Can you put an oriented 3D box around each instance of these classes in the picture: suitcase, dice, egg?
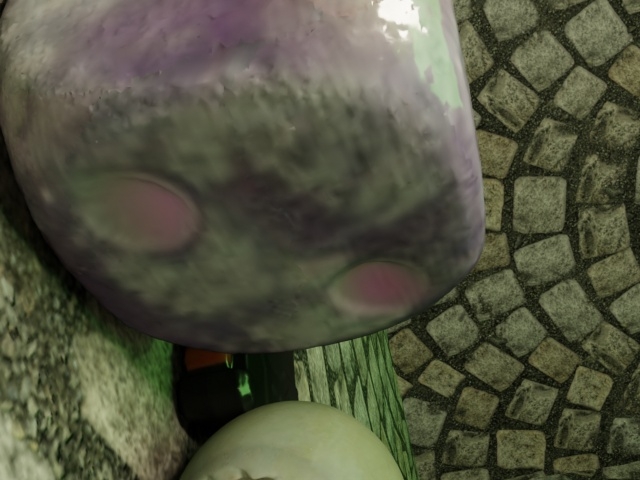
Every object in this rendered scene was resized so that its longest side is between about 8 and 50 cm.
[{"bbox_3d":[-0.078,0.072,0.735,0.206,0.066,0.285,67,15,-54],"label":"suitcase"},{"bbox_3d":[-0.038,-0.094,0.518,0.271,0.270,0.270,67,15,-50],"label":"dice"},{"bbox_3d":[-0.017,0.215,0.549,0.217,0.183,0.183,20,59,-70],"label":"egg"}]
